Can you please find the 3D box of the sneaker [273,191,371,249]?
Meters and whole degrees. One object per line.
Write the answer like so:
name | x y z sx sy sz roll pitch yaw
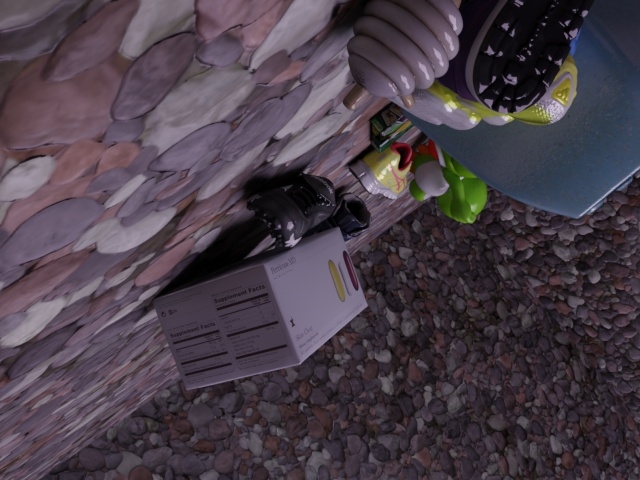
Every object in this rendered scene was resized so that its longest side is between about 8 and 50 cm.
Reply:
sneaker | -0.001 -0.002 1.186 0.226 0.086 0.163 -46 -171 -27

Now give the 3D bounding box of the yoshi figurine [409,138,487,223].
yoshi figurine | 0.313 -0.145 1.293 0.204 0.203 0.362 -17 172 -19

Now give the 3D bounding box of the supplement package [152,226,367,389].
supplement package | -0.080 0.096 0.974 0.204 0.145 0.262 -19 -176 27

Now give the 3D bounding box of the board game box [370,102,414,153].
board game box | 0.180 -0.228 0.914 0.260 0.030 0.136 -38 176 2

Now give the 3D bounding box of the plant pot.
plant pot | 0.306 -0.177 0.775 0.247 0.252 0.248 -26 161 -41

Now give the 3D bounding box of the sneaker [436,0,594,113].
sneaker | 0.189 -0.255 0.546 0.283 0.107 0.124 -55 -147 10

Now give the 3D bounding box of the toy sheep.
toy sheep | 0.065 -0.154 0.498 0.132 0.091 0.091 -54 174 0

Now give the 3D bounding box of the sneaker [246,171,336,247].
sneaker | -0.029 -0.048 0.812 0.106 0.078 0.234 -41 178 -1

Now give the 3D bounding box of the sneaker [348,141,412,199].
sneaker | 0.126 -0.128 1.097 0.094 0.081 0.208 -43 173 18

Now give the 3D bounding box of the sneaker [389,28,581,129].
sneaker | 0.174 -0.189 0.675 0.240 0.091 0.126 20 -94 51
